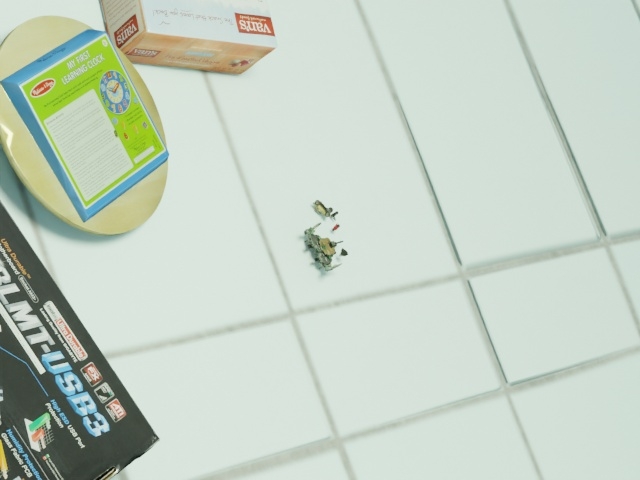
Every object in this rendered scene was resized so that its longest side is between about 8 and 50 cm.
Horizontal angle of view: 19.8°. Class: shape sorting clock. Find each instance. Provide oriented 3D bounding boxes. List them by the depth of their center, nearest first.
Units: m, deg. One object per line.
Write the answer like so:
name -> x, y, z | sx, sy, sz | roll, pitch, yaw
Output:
shape sorting clock -> -0.212, -0.102, 1.624 | 0.206, 0.040, 0.206 | 27, 54, -46

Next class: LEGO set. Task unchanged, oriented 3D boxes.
LEGO set -> 0.002, 0.000, 1.788 | 0.054, 0.023, 0.083 | 44, 33, -19

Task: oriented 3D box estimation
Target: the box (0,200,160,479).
box -> -0.310, 0.111, 1.407 | 0.293, 0.073, 0.295 | -36, 93, -47

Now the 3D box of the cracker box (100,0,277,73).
cracker box -> -0.142, -0.281, 1.768 | 0.156, 0.067, 0.232 | 3, 66, -40
